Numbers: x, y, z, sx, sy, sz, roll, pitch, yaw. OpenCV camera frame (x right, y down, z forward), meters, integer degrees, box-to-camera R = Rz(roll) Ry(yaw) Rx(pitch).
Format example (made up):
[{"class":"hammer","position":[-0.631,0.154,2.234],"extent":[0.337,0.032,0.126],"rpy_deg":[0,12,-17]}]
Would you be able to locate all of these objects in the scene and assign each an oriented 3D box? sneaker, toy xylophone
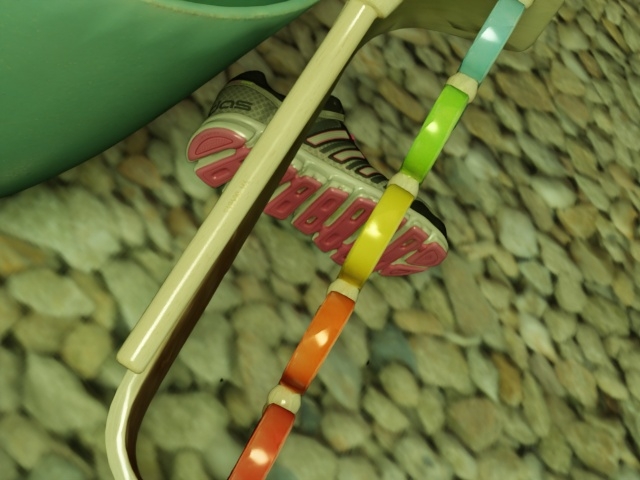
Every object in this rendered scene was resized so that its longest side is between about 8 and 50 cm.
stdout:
[{"class":"sneaker","position":[0.005,-0.041,0.912],"extent":[0.170,0.063,0.075],"rpy_deg":[28,49,-22]},{"class":"toy xylophone","position":[0.000,0.000,0.673],"extent":[0.081,0.323,0.236],"rpy_deg":[30,-3,1]}]

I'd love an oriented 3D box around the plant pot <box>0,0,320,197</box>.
[{"class":"plant pot","position":[-0.164,-0.146,0.673],"extent":[0.293,0.235,0.293],"rpy_deg":[27,43,-29]}]
